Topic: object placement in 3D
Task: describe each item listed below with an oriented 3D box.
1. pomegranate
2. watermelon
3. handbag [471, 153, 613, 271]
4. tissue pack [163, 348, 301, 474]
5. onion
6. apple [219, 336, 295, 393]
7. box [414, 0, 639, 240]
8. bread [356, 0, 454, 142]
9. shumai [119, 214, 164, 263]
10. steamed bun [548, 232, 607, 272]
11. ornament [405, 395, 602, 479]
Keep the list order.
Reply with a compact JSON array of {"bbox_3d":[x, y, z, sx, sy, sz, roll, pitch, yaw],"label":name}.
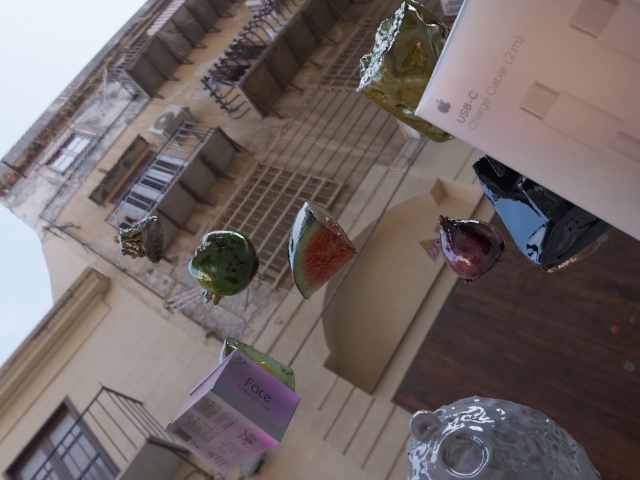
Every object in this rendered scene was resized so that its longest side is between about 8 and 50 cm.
[{"bbox_3d":[-0.331,0.105,1.598,0.236,0.236,0.302,-25,-35,-40],"label":"pomegranate"},{"bbox_3d":[-0.020,-0.002,0.861,0.145,0.137,0.193,33,-121,-45],"label":"watermelon"},{"bbox_3d":[0.496,-0.145,0.961,0.342,0.288,0.152,-46,-31,22],"label":"handbag"},{"bbox_3d":[-0.160,0.313,0.827,0.148,0.246,0.092,40,-139,-5],"label":"tissue pack"},{"bbox_3d":[0.383,0.005,1.225,0.159,0.195,0.159,-42,-12,-11],"label":"onion"},{"bbox_3d":[-0.200,0.425,1.361,0.265,0.193,0.120,34,-58,-24],"label":"apple"},{"bbox_3d":[0.232,-0.141,0.364,0.106,0.251,0.203,-42,-19,-39],"label":"box"},{"bbox_3d":[0.218,-0.331,0.931,0.252,0.238,0.196,26,-96,-19],"label":"bread"},{"bbox_3d":[-0.513,-0.004,1.329,0.116,0.145,0.146,1,-70,-2],"label":"shumai"},{"bbox_3d":[0.683,0.014,1.276,0.144,0.106,0.175,-9,-28,-44],"label":"steamed bun"},{"bbox_3d":[0.290,0.424,0.740,0.337,0.337,0.337,-21,-60,-41],"label":"ornament"}]
